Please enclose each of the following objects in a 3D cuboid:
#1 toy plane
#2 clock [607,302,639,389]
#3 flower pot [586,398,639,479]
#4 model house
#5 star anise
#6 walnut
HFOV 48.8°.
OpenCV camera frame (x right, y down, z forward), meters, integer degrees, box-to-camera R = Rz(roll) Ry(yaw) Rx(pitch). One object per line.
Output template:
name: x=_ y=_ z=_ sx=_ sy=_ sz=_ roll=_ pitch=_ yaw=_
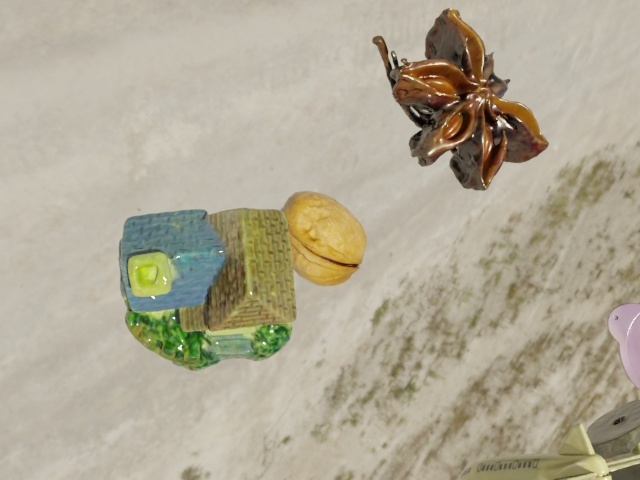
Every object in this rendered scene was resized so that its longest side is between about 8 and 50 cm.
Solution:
toy plane: x=0.221 y=0.263 z=0.746 sx=0.241 sy=0.104 sz=0.256 roll=-6 pitch=149 yaw=-26
clock: x=0.411 y=0.103 z=0.815 sx=0.152 sy=0.110 sz=0.050 roll=-31 pitch=165 yaw=9
flower pot: x=0.540 y=0.363 z=1.183 sx=0.235 sy=0.148 sz=0.235 roll=-33 pitch=175 yaw=-3
model house: x=-0.136 y=0.051 z=0.809 sx=0.189 sy=0.214 sz=0.195 roll=123 pitch=-35 yaw=-79
star anise: x=0.175 y=-0.169 z=0.881 sx=0.190 sy=0.220 sz=0.126 roll=-22 pitch=179 yaw=-18
walnut: x=0.000 y=0.000 z=1.227 sx=0.144 sy=0.180 sz=0.144 roll=-42 pitch=157 yaw=-23
